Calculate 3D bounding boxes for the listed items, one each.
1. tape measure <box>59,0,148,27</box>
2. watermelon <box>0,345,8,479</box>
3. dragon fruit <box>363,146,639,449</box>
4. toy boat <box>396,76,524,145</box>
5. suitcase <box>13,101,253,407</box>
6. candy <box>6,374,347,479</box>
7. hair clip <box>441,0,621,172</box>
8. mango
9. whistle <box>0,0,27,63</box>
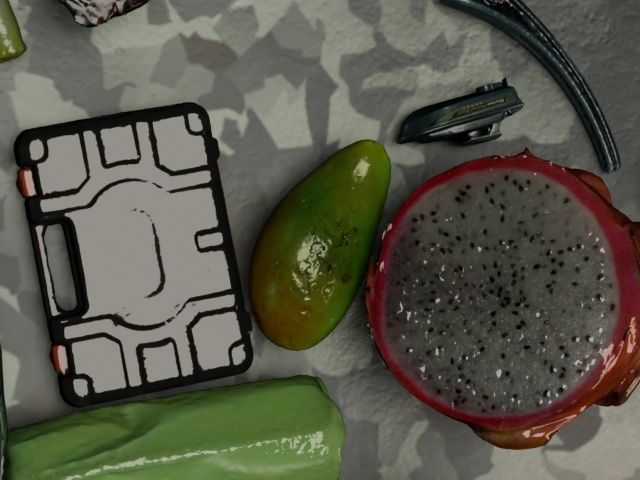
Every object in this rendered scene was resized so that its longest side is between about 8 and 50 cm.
[{"bbox_3d":[-0.188,-0.320,1.800,0.135,0.202,0.223,27,97,-15],"label":"tape measure"},{"bbox_3d":[-0.396,0.206,1.751,0.302,0.151,0.264,0,82,19],"label":"watermelon"},{"bbox_3d":[0.210,0.064,1.900,0.305,0.226,0.305,-2,83,16],"label":"dragon fruit"},{"bbox_3d":[0.144,-0.126,1.962,0.141,0.055,0.060,-17,87,-15],"label":"toy boat"},{"bbox_3d":[-0.188,0.013,1.867,0.206,0.066,0.286,-11,92,-15],"label":"suitcase"},{"bbox_3d":[-0.144,0.212,1.833,0.343,0.132,0.142,-9,57,-16],"label":"candy"},{"bbox_3d":[0.248,-0.188,1.996,0.083,0.048,0.275,-46,101,-15],"label":"hair clip"},{"bbox_3d":[0.000,0.000,1.888,0.111,0.125,0.233,25,90,13],"label":"mango"},{"bbox_3d":[-0.344,-0.273,1.832,0.104,0.057,0.198,-22,94,-13],"label":"whistle"}]
